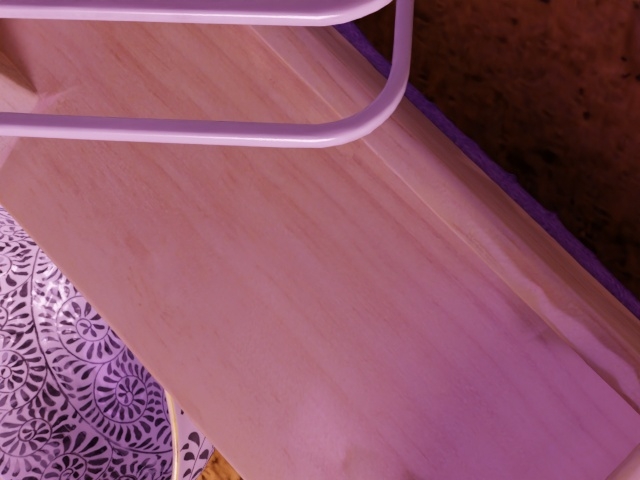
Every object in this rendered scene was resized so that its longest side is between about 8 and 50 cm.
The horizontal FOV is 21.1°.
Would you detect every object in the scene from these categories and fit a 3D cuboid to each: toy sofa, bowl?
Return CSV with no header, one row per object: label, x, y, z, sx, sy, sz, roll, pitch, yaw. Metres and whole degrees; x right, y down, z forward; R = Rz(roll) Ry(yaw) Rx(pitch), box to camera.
toy sofa,0.000,0.000,0.648,0.362,0.177,0.150,46,110,23
bowl,-0.094,0.052,0.794,0.170,0.080,0.170,20,120,40

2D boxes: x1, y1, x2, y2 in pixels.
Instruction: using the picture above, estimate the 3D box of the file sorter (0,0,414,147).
file sorter,-0.059,-0.166,0.457,0.277,0.193,0.173,87,-174,-64
